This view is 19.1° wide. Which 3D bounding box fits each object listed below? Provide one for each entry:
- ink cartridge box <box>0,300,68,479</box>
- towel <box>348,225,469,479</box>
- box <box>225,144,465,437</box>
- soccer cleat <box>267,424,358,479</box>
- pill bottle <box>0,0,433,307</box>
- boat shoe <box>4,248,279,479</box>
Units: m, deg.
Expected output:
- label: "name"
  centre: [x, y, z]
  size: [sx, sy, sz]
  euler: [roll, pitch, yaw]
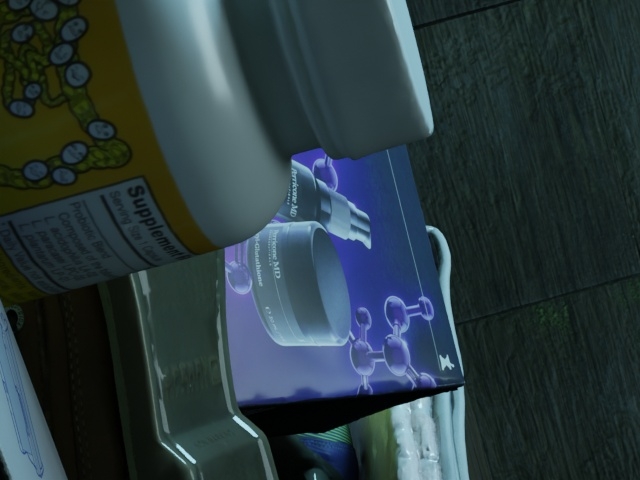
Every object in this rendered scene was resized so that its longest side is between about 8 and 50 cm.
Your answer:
- label: "ink cartridge box"
  centre: [-0.112, 0.081, 0.486]
  size: [0.046, 0.097, 0.207]
  euler: [-84, 158, -69]
- label: "towel"
  centre: [0.042, 0.204, 1.163]
  size: [0.331, 0.053, 0.317]
  euler: [-93, -170, -52]
- label: "box"
  centre: [-0.052, -0.041, 0.881]
  size: [0.184, 0.103, 0.261]
  euler: [1, 72, -52]
- label: "soccer cleat"
  centre: [-0.044, 0.061, 1.078]
  size: [0.121, 0.093, 0.289]
  euler: [-100, 175, -49]
- label: "pill bottle"
  centre: [-0.078, -0.044, 0.550]
  size: [0.117, 0.208, 0.117]
  euler: [-15, 90, -83]
- label: "boat shoe"
  centre: [-0.094, 0.034, 0.721]
  size: [0.111, 0.104, 0.307]
  euler: [17, 60, -67]
